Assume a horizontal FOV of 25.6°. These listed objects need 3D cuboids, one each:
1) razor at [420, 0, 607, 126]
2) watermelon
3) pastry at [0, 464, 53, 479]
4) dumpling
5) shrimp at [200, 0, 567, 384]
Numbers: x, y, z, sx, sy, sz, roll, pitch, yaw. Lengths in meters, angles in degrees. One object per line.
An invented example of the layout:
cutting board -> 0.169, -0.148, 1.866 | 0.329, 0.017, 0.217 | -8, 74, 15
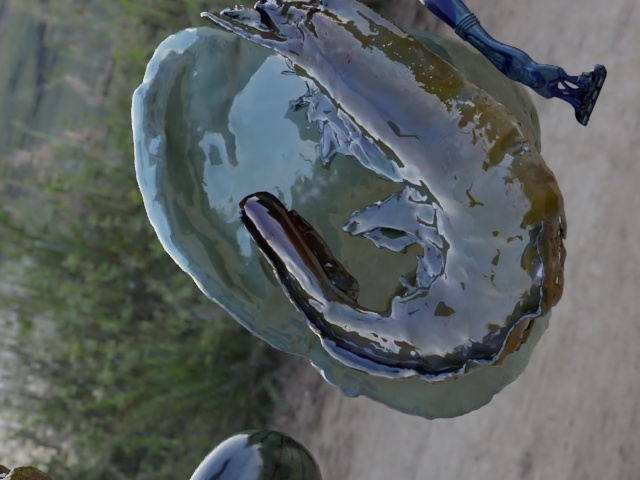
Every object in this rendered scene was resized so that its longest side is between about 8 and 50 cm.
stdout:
razor -> 0.104, -0.126, 0.858 | 0.028, 0.154, 0.044 | -34, -26, -34
watermelon -> -0.044, 0.160, 0.810 | 0.111, 0.078, 0.078 | -58, 15, -7
pastry -> -0.211, 0.205, 0.977 | 0.057, 0.097, 0.109 | -14, 82, 25
dumpling -> 0.031, -0.045, 0.919 | 0.270, 0.320, 0.212 | -113, 24, -51
shrimp -> 0.020, -0.028, 0.733 | 0.253, 0.058, 0.173 | 36, 116, 29
